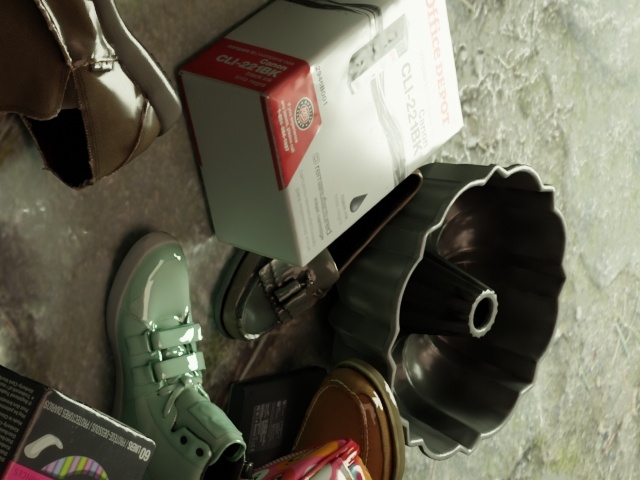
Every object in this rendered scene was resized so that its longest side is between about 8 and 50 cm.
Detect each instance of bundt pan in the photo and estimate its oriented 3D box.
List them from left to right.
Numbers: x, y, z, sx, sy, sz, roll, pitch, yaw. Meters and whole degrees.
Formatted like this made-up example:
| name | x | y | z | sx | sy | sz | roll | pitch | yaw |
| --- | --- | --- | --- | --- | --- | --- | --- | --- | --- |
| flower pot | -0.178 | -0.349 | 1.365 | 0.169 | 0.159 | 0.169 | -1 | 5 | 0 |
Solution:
| name | x | y | z | sx | sy | sz | roll | pitch | yaw |
| --- | --- | --- | --- | --- | --- | --- | --- | --- | --- |
| bundt pan | 0.127 | 0.063 | 2.144 | 0.331 | 0.124 | 0.331 | -24 | 122 | -45 |

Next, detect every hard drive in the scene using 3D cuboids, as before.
| name | x | y | z | sx | sy | sz | roll | pitch | yaw |
| --- | --- | --- | --- | --- | --- | --- | --- | --- | --- |
| hard drive | -0.047 | 0.184 | 2.055 | 0.135 | 0.022 | 0.094 | -8 | 111 | -51 |

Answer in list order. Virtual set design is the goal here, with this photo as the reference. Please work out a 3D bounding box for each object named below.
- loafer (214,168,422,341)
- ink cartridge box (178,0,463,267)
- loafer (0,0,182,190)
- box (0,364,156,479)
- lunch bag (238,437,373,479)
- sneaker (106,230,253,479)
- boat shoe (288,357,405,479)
| name | x | y | z | sx | sy | sz | roll | pitch | yaw |
| --- | --- | --- | --- | --- | --- | --- | --- | --- | --- |
| loafer | 0.000 | 0.000 | 1.983 | 0.267 | 0.084 | 0.096 | -50 | 138 | -27 |
| ink cartridge box | 0.009 | -0.135 | 1.912 | 0.273 | 0.114 | 0.197 | -41 | 134 | -36 |
| loafer | -0.230 | -0.155 | 1.576 | 0.130 | 0.134 | 0.366 | -59 | 142 | -17 |
| box | -0.285 | 0.247 | 1.672 | 0.165 | 0.143 | 0.270 | 35 | 77 | -52 |
| lunch bag | -0.091 | 0.313 | 1.886 | 0.293 | 0.258 | 0.120 | -36 | 97 | -49 |
| sneaker | -0.118 | 0.125 | 1.829 | 0.094 | 0.151 | 0.256 | -15 | 115 | -47 |
| boat shoe | 0.007 | 0.266 | 2.053 | 0.104 | 0.110 | 0.307 | -26 | 134 | -41 |
